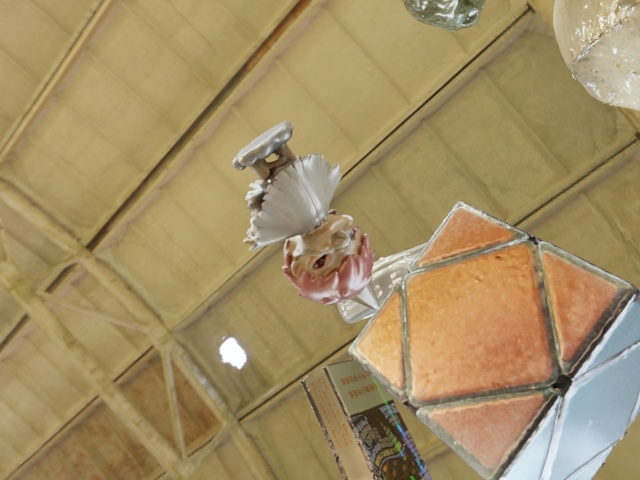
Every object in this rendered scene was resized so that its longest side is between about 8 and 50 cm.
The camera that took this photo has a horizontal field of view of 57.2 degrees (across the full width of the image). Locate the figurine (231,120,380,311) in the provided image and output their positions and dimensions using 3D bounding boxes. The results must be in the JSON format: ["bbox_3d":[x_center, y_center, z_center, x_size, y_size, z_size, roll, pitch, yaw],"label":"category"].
[{"bbox_3d":[0.000,0.000,0.955,0.166,0.207,0.387,1,-53,54],"label":"figurine"}]

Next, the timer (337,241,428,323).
[{"bbox_3d":[0.161,0.077,1.191,0.087,0.237,0.262,65,-30,12],"label":"timer"}]

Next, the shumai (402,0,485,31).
[{"bbox_3d":[0.227,-0.455,0.898,0.222,0.225,0.261,2,-56,37],"label":"shumai"}]

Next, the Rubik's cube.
[{"bbox_3d":[0.196,0.117,0.603,0.205,0.205,0.207,-55,-136,-1],"label":"Rubik's cube"}]

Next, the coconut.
[{"bbox_3d":[0.530,-0.386,0.852,0.346,0.346,0.360,30,-100,8],"label":"coconut"}]

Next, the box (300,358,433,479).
[{"bbox_3d":[0.101,0.408,1.256,0.084,0.198,0.310,-36,-112,27],"label":"box"}]
